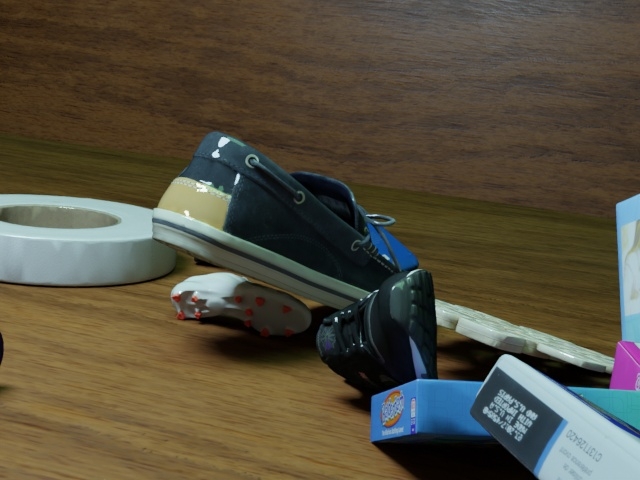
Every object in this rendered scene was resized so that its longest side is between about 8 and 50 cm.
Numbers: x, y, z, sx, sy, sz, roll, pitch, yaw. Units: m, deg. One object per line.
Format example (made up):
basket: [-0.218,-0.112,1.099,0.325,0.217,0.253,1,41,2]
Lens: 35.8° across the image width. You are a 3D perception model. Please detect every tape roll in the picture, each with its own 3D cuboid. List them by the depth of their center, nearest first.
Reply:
tape roll: [-0.414,-0.007,1.532,0.392,0.072,0.392,6,10,-1]

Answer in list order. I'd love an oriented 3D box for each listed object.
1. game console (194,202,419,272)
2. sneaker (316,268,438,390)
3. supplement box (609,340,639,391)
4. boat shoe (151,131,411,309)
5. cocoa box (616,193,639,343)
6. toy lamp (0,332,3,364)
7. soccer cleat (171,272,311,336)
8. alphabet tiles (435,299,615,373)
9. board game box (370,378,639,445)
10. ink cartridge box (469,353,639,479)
game console: [-0.016,0.035,1.660,0.250,0.173,0.293,43,24,16]
sneaker: [0.053,0.105,0.977,0.124,0.107,0.283,-2,-19,7]
supplement box: [0.383,0.169,0.903,0.220,0.111,0.114,6,10,3]
boat shoe: [0.000,0.000,1.257,0.187,0.156,0.500,15,-7,41]
cocoa box: [0.518,0.034,1.116,0.228,0.231,0.347,3,-11,-12]
toy lamp: [-0.443,0.087,0.974,0.275,0.080,0.080,12,12,19]
soccer cleat: [-0.097,0.074,1.257,0.196,0.068,0.076,7,30,21]
alphabet tiles: [0.239,0.118,1.181,0.284,0.021,0.278,16,3,-45]
board game box: [0.163,0.156,0.866,0.210,0.047,0.160,5,-15,-10]
ink cartridge box: [0.286,0.207,0.653,0.307,0.072,0.303,31,1,-19]
